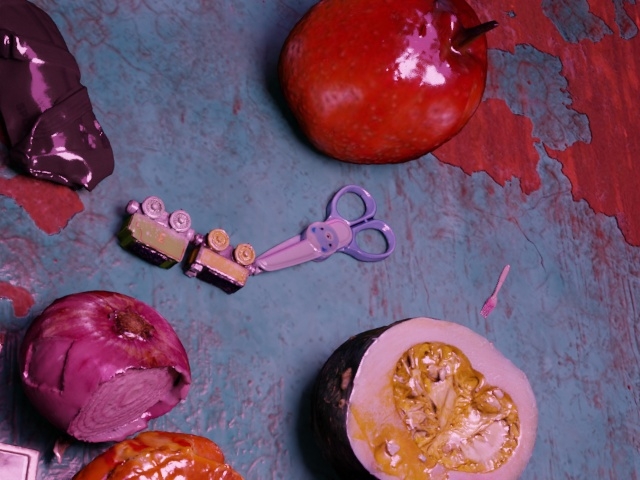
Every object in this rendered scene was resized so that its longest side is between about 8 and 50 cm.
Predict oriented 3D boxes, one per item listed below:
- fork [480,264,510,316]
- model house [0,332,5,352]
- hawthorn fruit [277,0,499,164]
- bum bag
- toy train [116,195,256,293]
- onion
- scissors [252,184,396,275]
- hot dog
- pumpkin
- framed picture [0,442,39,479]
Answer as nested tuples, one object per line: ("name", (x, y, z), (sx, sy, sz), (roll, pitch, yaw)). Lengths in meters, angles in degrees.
("fork", (0.277, 0.077, 2.204), (0.016, 0.012, 0.115), (44, 51, -14))
("model house", (-0.432, 0.124, 1.725), (0.083, 0.057, 0.058), (22, 62, -18))
("hawthorn fruit", (0.119, -0.259, 2.066), (0.284, 0.369, 0.285), (12, 72, -43))
("bum bag", (-0.387, -0.211, 1.904), (0.142, 0.079, 0.326), (-16, 75, -39))
("toy train", (-0.182, 0.011, 1.931), (0.202, 0.060, 0.081), (28, 62, -17))
("onion", (-0.273, 0.146, 1.742), (0.207, 0.200, 0.201), (-20, 78, -22))
("scissors", (0.000, 0.000, 2.063), (0.256, 0.030, 0.125), (-22, 78, -39))
("hot dog", (-0.213, 0.314, 1.710), (0.256, 0.150, 0.153), (-20, 85, -33))
("pumpkin", (0.117, 0.248, 1.912), (0.293, 0.197, 0.263), (40, 65, -17))
("framed picture", (-0.457, 0.307, 1.613), (0.260, 0.023, 0.189), (16, 62, -25))
